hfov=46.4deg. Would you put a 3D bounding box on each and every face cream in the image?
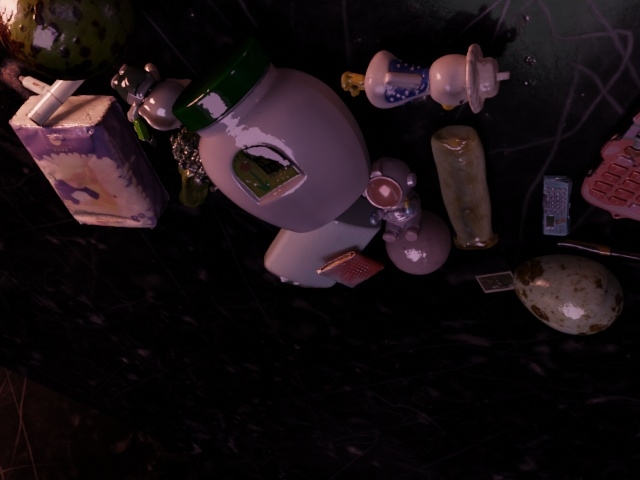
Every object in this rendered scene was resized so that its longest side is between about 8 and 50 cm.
[{"bbox_3d":[-0.090,-0.193,1.446,0.313,0.219,0.357,-28,118,31],"label":"face cream"}]

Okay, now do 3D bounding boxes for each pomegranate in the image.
[{"bbox_3d":[-0.441,-0.438,1.339,0.242,0.242,0.305,28,110,-10],"label":"pomegranate"}]

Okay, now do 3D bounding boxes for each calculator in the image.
[{"bbox_3d":[0.481,-0.068,1.521,0.057,0.018,0.172,6,142,20],"label":"calculator"},{"bbox_3d":[0.614,-0.139,1.354,0.220,0.048,0.329,19,145,0],"label":"calculator"}]

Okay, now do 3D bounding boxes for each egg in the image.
[{"bbox_3d":[0.527,0.110,1.598,0.231,0.169,0.169,19,144,15],"label":"egg"}]

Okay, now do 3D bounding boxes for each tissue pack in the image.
[{"bbox_3d":[-0.525,-0.177,1.745,0.243,0.125,0.343,4,142,19],"label":"tissue pack"}]

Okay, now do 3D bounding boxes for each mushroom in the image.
[{"bbox_3d":[0.296,-0.100,1.517,0.100,0.081,0.312,-2,133,22],"label":"mushroom"}]

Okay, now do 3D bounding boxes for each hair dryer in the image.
[{"bbox_3d":[-0.600,-0.347,1.624,0.183,0.155,0.044,42,177,36],"label":"hair dryer"}]

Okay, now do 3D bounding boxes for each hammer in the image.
[{"bbox_3d":[0.593,0.024,1.547,0.201,0.078,0.021,11,140,21],"label":"hammer"}]

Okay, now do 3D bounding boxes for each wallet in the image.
[{"bbox_3d":[0.075,0.068,1.761,0.103,0.020,0.196,-30,157,18],"label":"wallet"}]

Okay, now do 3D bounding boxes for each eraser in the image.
[{"bbox_3d":[0.000,0.000,1.742,0.189,0.104,0.290,20,143,-13],"label":"eraser"}]

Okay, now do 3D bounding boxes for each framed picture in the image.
[{"bbox_3d":[0.418,0.097,1.760,0.089,0.006,0.066,-10,133,33],"label":"framed picture"}]

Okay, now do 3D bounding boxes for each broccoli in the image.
[{"bbox_3d":[-0.270,-0.149,1.678,0.165,0.145,0.304,30,154,-6],"label":"broccoli"}]

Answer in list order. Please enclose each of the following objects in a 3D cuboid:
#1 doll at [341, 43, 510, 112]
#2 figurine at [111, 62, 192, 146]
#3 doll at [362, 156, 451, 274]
[{"bbox_3d":[0.184,-0.279,1.312,0.293,0.119,0.138,1,-178,23],"label":"doll"},{"bbox_3d":[-0.331,-0.286,1.524,0.192,0.147,0.126,30,158,8],"label":"figurine"},{"bbox_3d":[0.177,-0.058,1.578,0.151,0.151,0.287,-8,129,31],"label":"doll"}]
